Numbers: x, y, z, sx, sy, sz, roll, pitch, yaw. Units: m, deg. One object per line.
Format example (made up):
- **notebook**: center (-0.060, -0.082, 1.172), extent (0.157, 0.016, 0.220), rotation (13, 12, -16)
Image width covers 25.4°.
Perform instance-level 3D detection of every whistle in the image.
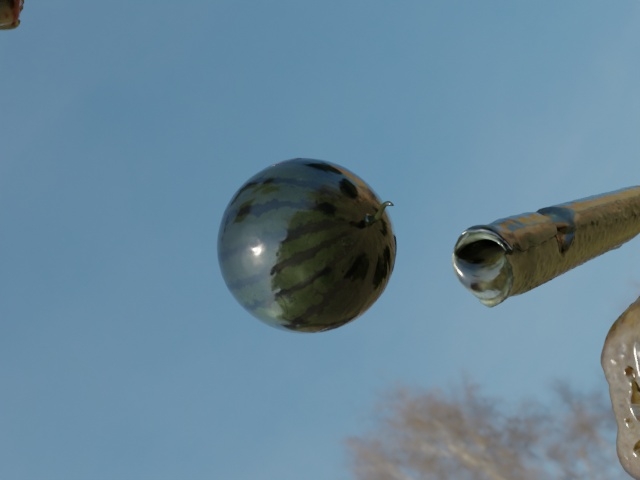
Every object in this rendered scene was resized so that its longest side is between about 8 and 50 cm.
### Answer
- **whistle**: center (0.216, -0.002, 1.265), extent (0.326, 0.057, 0.068), rotation (-14, -49, -56)

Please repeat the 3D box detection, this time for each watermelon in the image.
- **watermelon**: center (0.000, 0.000, 0.837), extent (0.105, 0.133, 0.105), rotation (15, -113, -38)

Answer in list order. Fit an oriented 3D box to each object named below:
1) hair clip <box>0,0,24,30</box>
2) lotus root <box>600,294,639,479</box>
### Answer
- **hair clip**: center (-0.332, -0.320, 1.300), extent (0.091, 0.138, 0.321), rotation (-16, -58, -15)
- **lotus root**: center (0.349, 0.078, 1.008), extent (0.291, 0.193, 0.193), rotation (-19, -46, -25)
